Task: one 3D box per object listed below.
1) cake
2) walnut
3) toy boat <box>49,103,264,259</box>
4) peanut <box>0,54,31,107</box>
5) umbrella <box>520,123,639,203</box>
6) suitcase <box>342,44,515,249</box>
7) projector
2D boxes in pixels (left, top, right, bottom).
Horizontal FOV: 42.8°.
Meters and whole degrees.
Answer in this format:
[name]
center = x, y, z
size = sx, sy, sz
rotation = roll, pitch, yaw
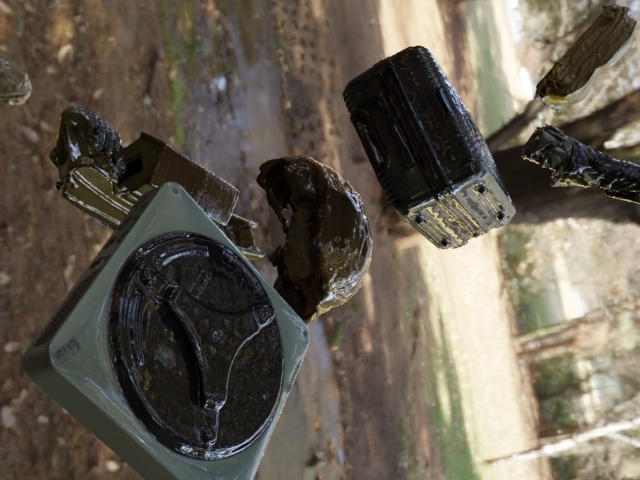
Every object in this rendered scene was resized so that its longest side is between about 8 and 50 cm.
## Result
[cake]
center = 0.423, -0.269, 1.274
size = 0.080, 0.185, 0.116
rotation = 43, 8, 29
[walnut]
center = 0.004, -0.003, 1.153
size = 0.204, 0.141, 0.238
rotation = -169, -107, -66
[toy boat]
center = -0.226, -0.069, 1.245
size = 0.445, 0.162, 0.136
rotation = 37, 29, -56
[peanut]
center = -0.511, -0.249, 1.198
size = 0.080, 0.174, 0.080
rotation = -161, -90, -77
[umbrella]
center = 0.603, -0.140, 1.740
size = 0.113, 0.358, 0.106
rotation = 135, -23, -83
[suitcase]
center = 0.150, -0.108, 1.053
size = 0.312, 0.128, 0.202
rotation = 27, 38, -66
[projector]
center = -0.130, 0.107, 0.829
size = 0.259, 0.079, 0.257
rotation = 50, 40, -24
